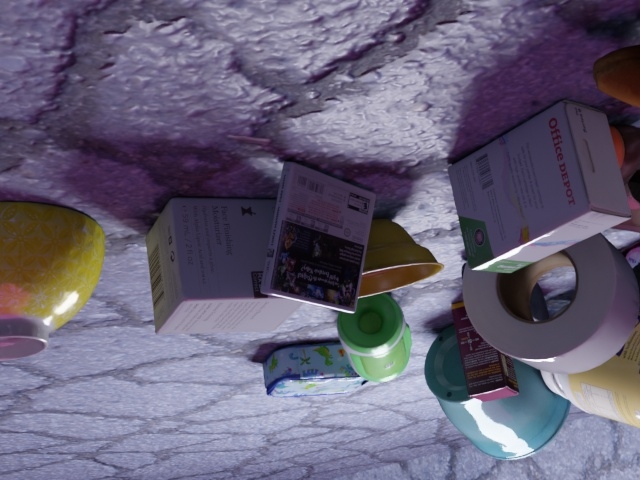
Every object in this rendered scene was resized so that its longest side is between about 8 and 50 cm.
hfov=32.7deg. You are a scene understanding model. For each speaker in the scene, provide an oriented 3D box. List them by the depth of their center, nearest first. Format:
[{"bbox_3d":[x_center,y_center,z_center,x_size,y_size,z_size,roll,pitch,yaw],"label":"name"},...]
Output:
[{"bbox_3d":[0.105,0.186,2.074,0.131,0.131,0.296,-11,160,4],"label":"speaker"}]

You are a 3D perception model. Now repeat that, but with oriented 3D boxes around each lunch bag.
[{"bbox_3d":[-0.008,0.280,2.335,0.218,0.090,0.176,-1,161,-19],"label":"lunch bag"}]

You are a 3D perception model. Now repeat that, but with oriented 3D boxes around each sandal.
[{"bbox_3d":[0.330,0.092,1.978,0.054,0.097,0.254,-27,143,36],"label":"sandal"}]

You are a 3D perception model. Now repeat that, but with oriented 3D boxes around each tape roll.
[{"bbox_3d":[0.368,0.082,1.736,0.246,0.246,0.169,-18,157,23],"label":"tape roll"}]

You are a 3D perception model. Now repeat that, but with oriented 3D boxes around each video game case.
[{"bbox_3d":[0.000,0.000,1.462,0.022,0.173,0.190,6,173,38],"label":"video game case"}]

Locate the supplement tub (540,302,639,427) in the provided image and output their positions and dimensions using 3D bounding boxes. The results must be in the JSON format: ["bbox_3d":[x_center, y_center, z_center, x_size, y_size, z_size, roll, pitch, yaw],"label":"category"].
[{"bbox_3d":[0.626,0.247,2.167,0.241,0.241,0.331,6,-177,-36],"label":"supplement tub"}]

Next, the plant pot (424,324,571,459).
[{"bbox_3d":[0.361,0.304,2.337,0.271,0.272,0.255,-21,143,29],"label":"plant pot"}]

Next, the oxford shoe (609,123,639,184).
[{"bbox_3d":[0.372,-0.074,1.534,0.098,0.097,0.271,-8,161,-22],"label":"oxford shoe"}]

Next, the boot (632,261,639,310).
[{"bbox_3d":[0.662,0.063,1.826,0.207,0.094,0.246,15,143,-41],"label":"boot"}]

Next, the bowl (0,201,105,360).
[{"bbox_3d":[-0.434,0.074,1.484,0.289,0.156,0.289,-8,161,-3],"label":"bowl"}]

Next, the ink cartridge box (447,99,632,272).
[{"bbox_3d":[0.282,-0.065,1.424,0.093,0.154,0.212,6,154,-37],"label":"ink cartridge box"}]

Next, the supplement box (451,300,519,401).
[{"bbox_3d":[0.325,0.215,2.155,0.080,0.188,0.104,-16,159,20],"label":"supplement box"}]

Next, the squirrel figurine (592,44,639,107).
[{"bbox_3d":[0.536,-0.220,1.059,0.397,0.281,0.370,-17,153,-20],"label":"squirrel figurine"}]

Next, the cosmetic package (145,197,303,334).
[{"bbox_3d":[-0.133,0.037,1.523,0.183,0.151,0.151,-1,158,-24],"label":"cosmetic package"}]

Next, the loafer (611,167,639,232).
[{"bbox_3d":[0.520,-0.056,1.634,0.268,0.102,0.092,1,164,-25],"label":"loafer"}]

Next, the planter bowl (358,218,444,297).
[{"bbox_3d":[0.071,0.023,1.649,0.217,0.090,0.217,-12,167,-3],"label":"planter bowl"}]

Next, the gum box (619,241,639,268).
[{"bbox_3d":[0.609,0.040,1.988,0.107,0.062,0.188,5,156,-34],"label":"gum box"}]
